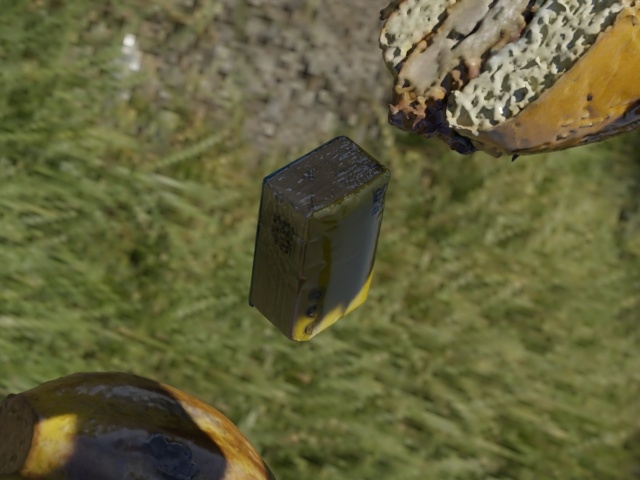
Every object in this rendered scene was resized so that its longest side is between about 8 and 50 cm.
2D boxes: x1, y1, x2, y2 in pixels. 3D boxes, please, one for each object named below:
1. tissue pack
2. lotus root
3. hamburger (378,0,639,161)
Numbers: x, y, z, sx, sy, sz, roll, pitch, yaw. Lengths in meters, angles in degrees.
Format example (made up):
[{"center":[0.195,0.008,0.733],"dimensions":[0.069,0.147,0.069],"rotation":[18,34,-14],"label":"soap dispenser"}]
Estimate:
[{"center":[0.000,0.000,1.875],"dimensions":[0.120,0.082,0.169],"rotation":[-31,143,-37],"label":"tissue pack"},{"center":[-0.161,0.224,1.697],"dimensions":[0.291,0.193,0.193],"rotation":[35,75,-28],"label":"lotus root"},{"center":[0.199,-0.161,1.342],"dimensions":[0.245,0.155,0.282],"rotation":[21,110,-45],"label":"hamburger"}]
